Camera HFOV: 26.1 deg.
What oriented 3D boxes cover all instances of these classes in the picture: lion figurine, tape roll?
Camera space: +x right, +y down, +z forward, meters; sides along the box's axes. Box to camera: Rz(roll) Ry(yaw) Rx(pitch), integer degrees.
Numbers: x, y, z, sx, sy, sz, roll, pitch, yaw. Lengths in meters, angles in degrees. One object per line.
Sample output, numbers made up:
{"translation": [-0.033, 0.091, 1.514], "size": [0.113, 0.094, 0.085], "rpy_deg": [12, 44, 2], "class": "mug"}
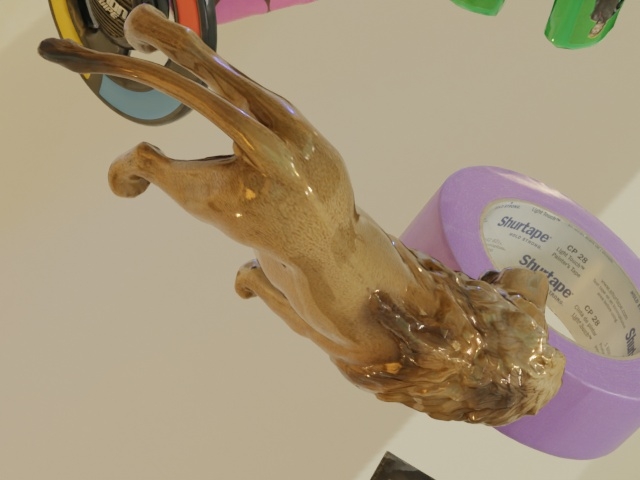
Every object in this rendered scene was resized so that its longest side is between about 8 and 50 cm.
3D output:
{"translation": [0.000, 0.000, 0.915], "size": [0.240, 0.392, 0.142], "rpy_deg": [32, -92, 41], "class": "lion figurine"}
{"translation": [0.196, 0.060, 1.242], "size": [0.090, 0.274, 0.275], "rpy_deg": [-53, -143, 31], "class": "tape roll"}

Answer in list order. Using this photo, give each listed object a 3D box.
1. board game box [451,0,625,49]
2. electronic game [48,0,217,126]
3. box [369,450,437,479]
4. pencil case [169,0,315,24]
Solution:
{"translation": [-0.035, -0.263, 0.609], "size": [0.389, 0.050, 0.390], "rpy_deg": [15, -131, 0], "class": "board game box"}
{"translation": [-0.169, -0.210, 1.201], "size": [0.048, 0.229, 0.229], "rpy_deg": [-25, -138, -38], "class": "electronic game"}
{"translation": [0.078, 0.361, 1.099], "size": [0.242, 0.076, 0.307], "rpy_deg": [29, -102, 9], "class": "box"}
{"translation": [-0.042, -0.257, 1.265], "size": [0.209, 0.095, 0.098], "rpy_deg": [-11, -158, -5], "class": "pencil case"}
